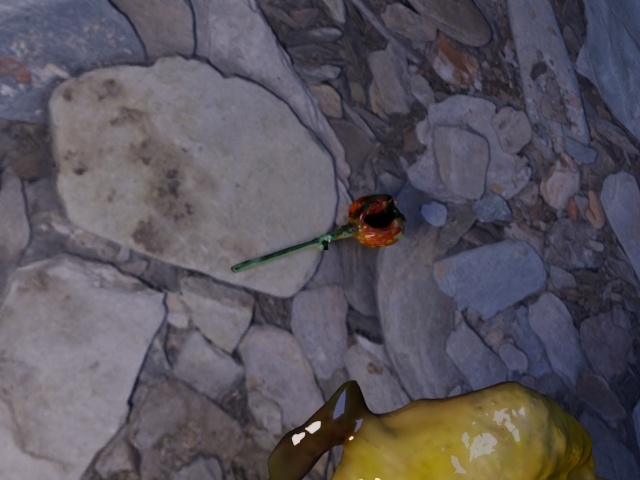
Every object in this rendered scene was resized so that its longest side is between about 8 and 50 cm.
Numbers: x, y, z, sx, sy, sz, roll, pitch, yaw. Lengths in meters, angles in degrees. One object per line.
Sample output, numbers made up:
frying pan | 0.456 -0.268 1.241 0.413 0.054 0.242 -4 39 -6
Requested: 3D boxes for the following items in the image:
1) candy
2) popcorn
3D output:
candy | 0.000 0.000 0.823 0.185 0.049 0.055 -19 54 -29
popcorn | 0.089 0.262 0.613 0.349 0.349 0.381 -45 107 -37
